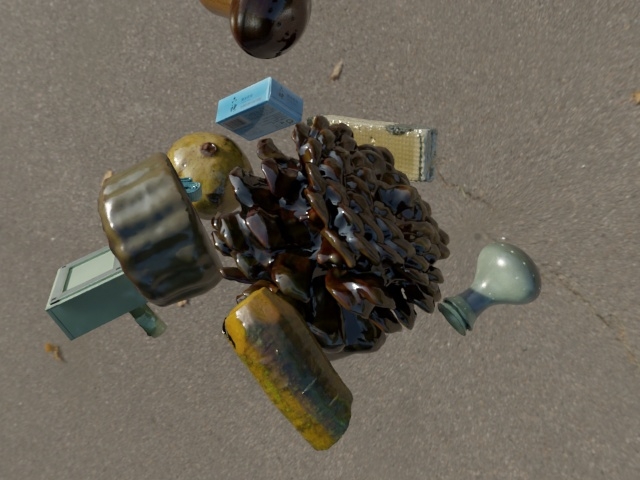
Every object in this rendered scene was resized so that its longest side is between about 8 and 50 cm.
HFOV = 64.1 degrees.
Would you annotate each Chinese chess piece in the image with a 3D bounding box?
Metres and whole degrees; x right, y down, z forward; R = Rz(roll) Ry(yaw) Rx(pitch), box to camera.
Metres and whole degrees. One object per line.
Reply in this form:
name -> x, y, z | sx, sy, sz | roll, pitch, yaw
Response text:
Chinese chess piece -> -0.527, 0.231, 1.545 | 0.058, 0.144, 0.144 | -42, 78, -17

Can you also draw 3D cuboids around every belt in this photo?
belt -> -0.381, -0.114, 1.243 | 0.179, 0.065, 0.100 | 0, 50, -5

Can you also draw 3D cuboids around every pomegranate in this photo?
pomegranate -> -0.349, -0.202, 1.593 | 0.280, 0.281, 0.282 | 0, 91, 17

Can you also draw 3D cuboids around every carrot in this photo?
carrot -> -0.030, 0.132, 0.541 | 0.082, 0.082, 0.173 | -38, 94, 14

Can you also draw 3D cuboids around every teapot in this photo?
teapot -> 0.432, 0.128, 1.321 | 0.250, 0.183, 0.184 | -36, 80, -7

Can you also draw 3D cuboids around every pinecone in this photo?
pinecone -> 0.000, 0.000, 0.846 | 0.397, 0.397, 0.398 | 0, 91, 17

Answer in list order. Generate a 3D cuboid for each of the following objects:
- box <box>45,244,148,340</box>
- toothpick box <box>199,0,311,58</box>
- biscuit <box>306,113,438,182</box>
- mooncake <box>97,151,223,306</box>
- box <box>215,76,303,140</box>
box -> -0.601, 0.118, 1.403 | 0.224, 0.225, 0.118 | -27, 121, -5
toothpick box -> -0.154, -0.526, 1.116 | 0.192, 0.192, 0.294 | -52, 58, 11
biscuit -> 0.125, -0.252, 1.372 | 0.425, 0.078, 0.144 | 20, 119, 45
mooncake -> -0.313, -0.014, 1.015 | 0.161, 0.290, 0.291 | -25, 83, -9
box -> -0.182, -0.385, 1.525 | 0.232, 0.142, 0.083 | -11, 67, 39
